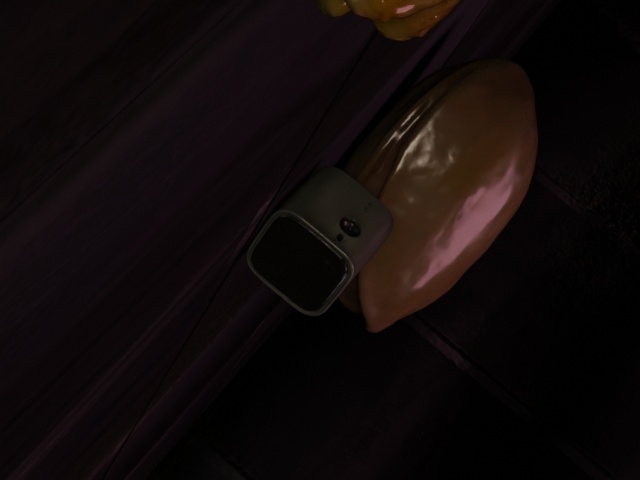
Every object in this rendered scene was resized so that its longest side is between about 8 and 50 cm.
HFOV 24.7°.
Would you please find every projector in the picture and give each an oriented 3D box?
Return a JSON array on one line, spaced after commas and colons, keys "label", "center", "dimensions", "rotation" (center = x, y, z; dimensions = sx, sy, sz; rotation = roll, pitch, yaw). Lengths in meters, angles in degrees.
[{"label": "projector", "center": [0.000, 0.000, 1.215], "dimensions": [0.082, 0.083, 0.083], "rotation": [-47, 175, -49]}]

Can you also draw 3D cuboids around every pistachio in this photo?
[{"label": "pistachio", "center": [0.104, -0.052, 1.424], "dimensions": [0.293, 0.162, 0.181], "rotation": [-51, 151, 11]}]

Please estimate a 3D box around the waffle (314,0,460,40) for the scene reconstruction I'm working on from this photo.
[{"label": "waffle", "center": [0.095, -0.164, 0.376], "dimensions": [0.282, 0.058, 0.300], "rotation": [-53, 162, 28]}]
